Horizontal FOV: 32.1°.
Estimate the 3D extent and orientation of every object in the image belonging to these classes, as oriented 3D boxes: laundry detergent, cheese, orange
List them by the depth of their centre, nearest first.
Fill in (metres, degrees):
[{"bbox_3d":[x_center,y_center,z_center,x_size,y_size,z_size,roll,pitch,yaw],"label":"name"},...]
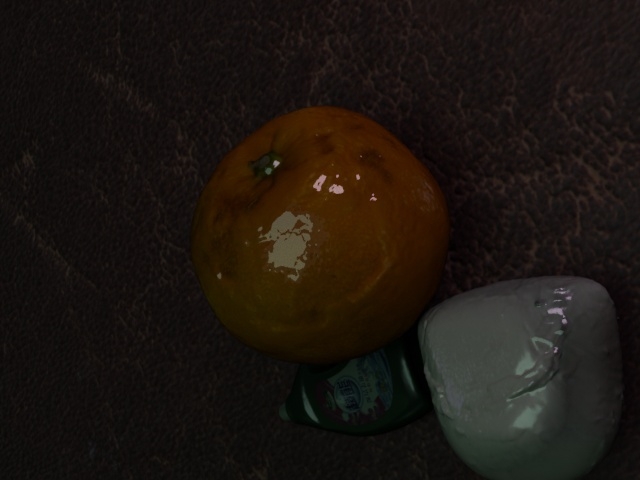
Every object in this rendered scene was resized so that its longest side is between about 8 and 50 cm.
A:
[{"bbox_3d":[0.192,0.137,1.044,0.198,0.154,0.189,-17,64,41],"label":"cheese"},{"bbox_3d":[0.000,0.000,1.118,0.261,0.261,0.261,4,97,37],"label":"orange"},{"bbox_3d":[0.032,0.153,1.231,0.211,0.063,0.137,-25,77,39],"label":"laundry detergent"}]
